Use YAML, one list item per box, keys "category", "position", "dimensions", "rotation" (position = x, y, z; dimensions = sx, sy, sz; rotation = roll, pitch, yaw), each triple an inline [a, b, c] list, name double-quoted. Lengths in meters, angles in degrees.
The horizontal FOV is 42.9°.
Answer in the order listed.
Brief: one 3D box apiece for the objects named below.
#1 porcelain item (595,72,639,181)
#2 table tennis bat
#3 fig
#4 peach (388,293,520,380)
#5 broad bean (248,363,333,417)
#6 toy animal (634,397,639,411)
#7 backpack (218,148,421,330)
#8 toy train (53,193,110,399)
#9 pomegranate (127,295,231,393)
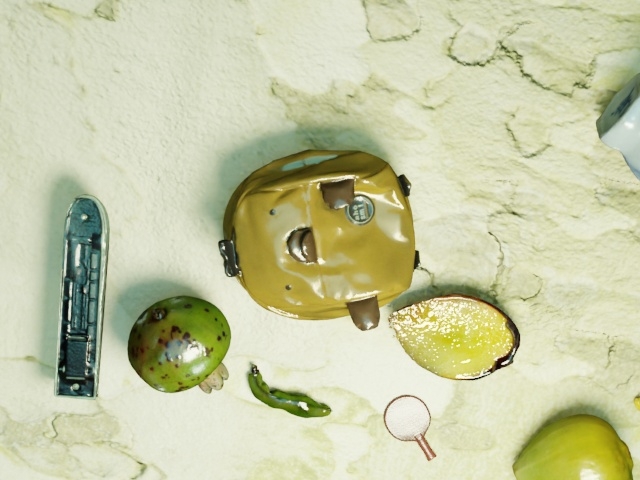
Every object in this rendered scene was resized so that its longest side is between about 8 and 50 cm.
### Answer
- category: "porcelain item"
  position: [0.730, -0.142, 1.553]
  dimensions: [0.405, 0.242, 0.178]
  rotation: [33, 119, -2]
- category: "table tennis bat"
  position: [0.197, 0.398, 1.720]
  dimensions: [0.098, 0.019, 0.154]
  rotation: [-32, 96, 2]
- category: "fig"
  position: [0.521, 0.468, 1.657]
  dimensions: [0.207, 0.207, 0.230]
  rotation: [41, 125, -7]
- category: "peach"
  position: [0.267, 0.188, 1.668]
  dimensions: [0.279, 0.068, 0.189]
  rotation: [20, 105, -7]
- category: "broad bean"
  position: [-0.072, 0.329, 1.687]
  dimensions: [0.195, 0.046, 0.061]
  rotation: [31, 99, -5]
- category: "toy animal"
  position: [0.736, 0.374, 1.712]
  dimensions: [0.159, 0.070, 0.083]
  rotation: [39, 136, 6]
- category: "backpack"
  position: [0.000, 0.001, 1.564]
  dimensions: [0.378, 0.201, 0.353]
  rotation: [-14, 94, -3]
- category: "toy train"
  position: [-0.467, 0.108, 1.617]
  dimensions: [0.086, 0.088, 0.407]
  rotation: [6, 98, -5]
- category: "pomegranate"
  position: [-0.264, 0.217, 1.604]
  dimensions: [0.202, 0.202, 0.248]
  rotation: [-28, 127, 2]
